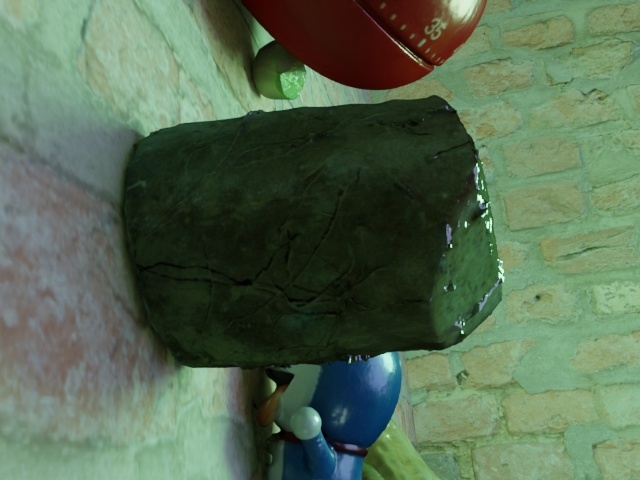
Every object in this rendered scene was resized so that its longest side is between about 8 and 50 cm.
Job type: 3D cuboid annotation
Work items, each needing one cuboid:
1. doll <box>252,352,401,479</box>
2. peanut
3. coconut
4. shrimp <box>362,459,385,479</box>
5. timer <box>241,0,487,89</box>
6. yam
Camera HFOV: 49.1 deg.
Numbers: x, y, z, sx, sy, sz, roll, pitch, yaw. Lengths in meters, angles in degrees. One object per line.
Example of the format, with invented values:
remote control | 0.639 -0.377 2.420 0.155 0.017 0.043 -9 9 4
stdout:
doll | -0.003 0.205 0.767 0.215 0.161 0.257 92 10 -69
peanut | 0.099 0.371 0.989 0.174 0.158 0.340 40 4 -34
coconut | -0.059 -0.244 1.001 0.082 0.081 0.083 -42 130 -28
shrimp | 0.021 0.329 0.873 0.061 0.145 0.267 33 3 -19
timer | 0.040 -0.377 0.924 0.378 0.279 0.378 42 21 -20
yam | -0.001 0.003 0.556 0.202 0.271 0.202 57 25 -58
